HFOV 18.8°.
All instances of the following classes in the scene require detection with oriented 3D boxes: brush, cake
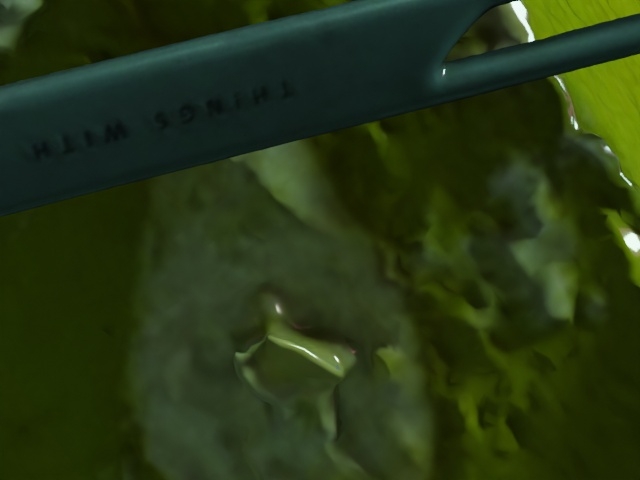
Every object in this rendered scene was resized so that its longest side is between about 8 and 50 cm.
[{"bbox_3d":[-0.019,-0.029,0.372,0.027,0.266,0.062,-113,-169,-60],"label":"brush"},{"bbox_3d":[0.000,0.000,0.470,0.260,0.179,0.156,55,24,5],"label":"cake"}]
